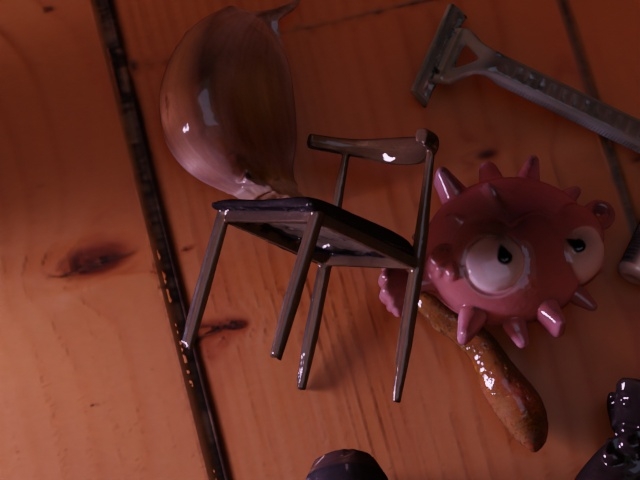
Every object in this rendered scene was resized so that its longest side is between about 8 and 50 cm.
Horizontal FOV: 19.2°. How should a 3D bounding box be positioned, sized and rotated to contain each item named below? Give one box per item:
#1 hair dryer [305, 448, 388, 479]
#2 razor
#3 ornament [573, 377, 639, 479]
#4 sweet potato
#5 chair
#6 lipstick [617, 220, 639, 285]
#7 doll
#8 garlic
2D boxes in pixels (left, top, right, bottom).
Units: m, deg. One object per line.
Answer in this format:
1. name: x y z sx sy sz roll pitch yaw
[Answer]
1. hair dryer: -0.084 0.358 1.804 0.359 0.120 0.303 -5 67 7
2. razor: 0.242 -0.151 1.991 0.278 0.056 0.111 23 72 4
3. ornament: 0.348 0.291 1.851 0.251 0.106 0.260 17 78 4
4. sweet potato: 0.162 0.120 1.913 0.050 0.050 0.214 -35 74 -12
5. chair: 0.000 0.000 1.833 0.166 0.188 0.272 23 77 -34
6. lipstick: 0.353 -0.020 1.967 0.040 0.040 0.141 27 75 5
7. doll: 0.180 0.013 1.915 0.262 0.093 0.211 -13 63 -12
8. garlic: -0.093 -0.172 1.964 0.128 0.148 0.266 -2 75 34
